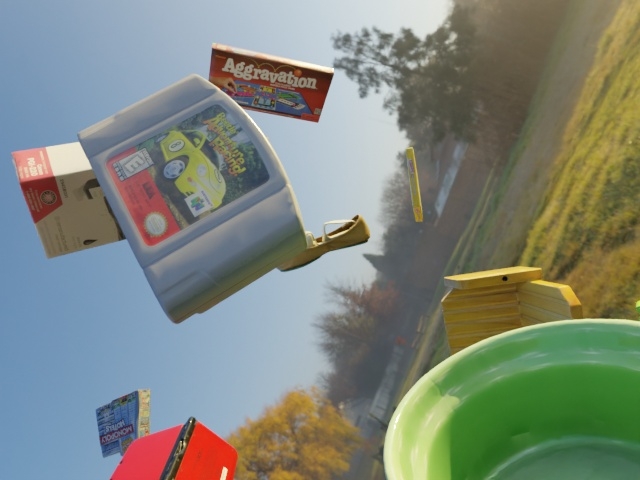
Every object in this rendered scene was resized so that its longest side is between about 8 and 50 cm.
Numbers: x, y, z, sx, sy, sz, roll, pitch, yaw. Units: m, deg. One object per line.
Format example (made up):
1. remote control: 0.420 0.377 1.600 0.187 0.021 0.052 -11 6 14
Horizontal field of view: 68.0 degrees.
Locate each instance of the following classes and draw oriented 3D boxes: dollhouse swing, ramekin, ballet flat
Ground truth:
1. dollhouse swing: 0.494 0.267 1.250 0.305 0.314 0.348 -16 -84 -75
2. ramekin: 0.221 0.209 0.414 0.148 0.303 0.303 67 -154 -11
3. ballet flat: 0.000 0.000 1.084 0.080 0.232 0.073 -142 33 -68

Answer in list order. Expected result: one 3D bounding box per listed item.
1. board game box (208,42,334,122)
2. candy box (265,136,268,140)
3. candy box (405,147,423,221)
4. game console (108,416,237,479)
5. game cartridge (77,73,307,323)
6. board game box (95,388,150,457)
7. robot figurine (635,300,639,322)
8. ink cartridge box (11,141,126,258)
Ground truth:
1. board game box: -0.122 -0.367 1.125 0.145 0.280 0.027 113 159 -47
2. candy box: -0.264 -0.333 1.642 0.186 0.109 0.053 -27 -68 -69
3. candy box: 0.291 -0.172 1.468 0.105 0.027 0.206 51 -147 -61
4. game console: -0.180 0.293 0.580 0.085 0.124 0.144 -48 8 6
5. game cartridge: -0.150 -0.072 0.566 0.195 0.294 0.060 -30 -25 -14
6. board game box: -0.581 0.569 1.408 0.060 0.194 0.194 36 -149 -65
7. robot figurine: 0.548 0.136 0.737 0.101 0.115 0.067 -45 -19 27
8. ink cartridge box: -0.362 -0.078 0.789 0.217 0.092 0.159 -18 -42 -27
